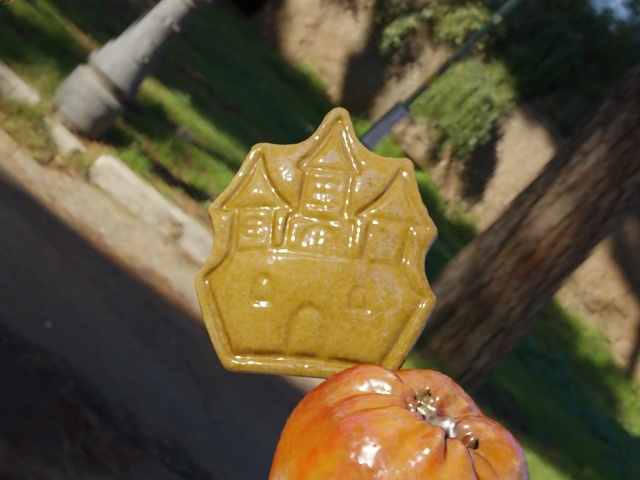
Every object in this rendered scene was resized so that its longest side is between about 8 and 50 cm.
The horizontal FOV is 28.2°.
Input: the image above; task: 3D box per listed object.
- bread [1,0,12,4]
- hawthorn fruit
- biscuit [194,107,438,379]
[{"bbox_3d":[-0.126,-0.166,0.517,0.053,0.132,0.074,11,17,-37],"label":"bread"},{"bbox_3d":[0.031,0.137,0.663,0.133,0.138,0.133,21,27,-11],"label":"hawthorn fruit"},{"bbox_3d":[0.000,-0.001,0.966,0.182,0.215,0.034,6,-15,3],"label":"biscuit"}]
